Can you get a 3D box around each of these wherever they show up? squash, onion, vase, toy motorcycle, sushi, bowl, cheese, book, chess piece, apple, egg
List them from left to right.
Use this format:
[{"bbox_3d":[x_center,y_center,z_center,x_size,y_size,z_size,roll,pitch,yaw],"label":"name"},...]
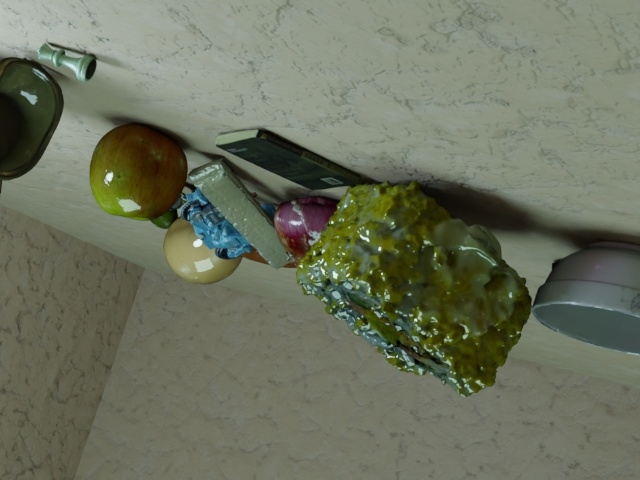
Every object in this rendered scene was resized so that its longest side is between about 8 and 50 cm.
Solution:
[{"bbox_3d":[-0.625,-0.164,1.660,0.302,0.329,0.241,11,-175,30],"label":"vase"},{"bbox_3d":[-0.400,-0.281,1.474,0.093,0.042,0.042,20,170,5],"label":"chess piece"},{"bbox_3d":[-0.358,-0.128,1.851,0.196,0.196,0.196,16,170,3],"label":"apple"},{"bbox_3d":[-0.420,-0.085,2.449,0.087,0.087,0.331,16,170,6],"label":"squash"},{"bbox_3d":[-0.299,0.013,2.466,0.201,0.201,0.244,22,160,-25],"label":"egg"},{"bbox_3d":[-0.197,-0.048,2.132,0.182,0.123,0.272,-25,145,7],"label":"toy motorcycle"},{"bbox_3d":[-0.154,-0.049,2.025,0.085,0.034,0.400,-26,142,9],"label":"cheese"},{"bbox_3d":[-0.060,-0.144,1.703,0.228,0.024,0.160,23,168,-31],"label":"book"},{"bbox_3d":[0.000,0.000,1.999,0.230,0.163,0.230,14,162,5],"label":"onion"},{"bbox_3d":[0.173,0.085,1.681,0.396,0.240,0.351,41,165,-14],"label":"sushi"},{"bbox_3d":[0.527,0.095,1.657,0.287,0.144,0.287,15,165,4],"label":"bowl"}]

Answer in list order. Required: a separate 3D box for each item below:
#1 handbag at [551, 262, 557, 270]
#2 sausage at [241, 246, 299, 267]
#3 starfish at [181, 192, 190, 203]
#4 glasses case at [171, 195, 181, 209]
[{"bbox_3d":[0.577,0.107,1.892,0.270,0.088,0.175,24,160,-35],"label":"handbag"},{"bbox_3d":[-0.123,-0.003,2.294,0.258,0.133,0.133,14,170,26],"label":"sausage"},{"bbox_3d":[-0.313,-0.109,2.279,0.208,0.053,0.176,22,180,3],"label":"starfish"},{"bbox_3d":[-0.440,-0.124,2.232,0.299,0.060,0.114,6,129,49],"label":"glasses case"}]
